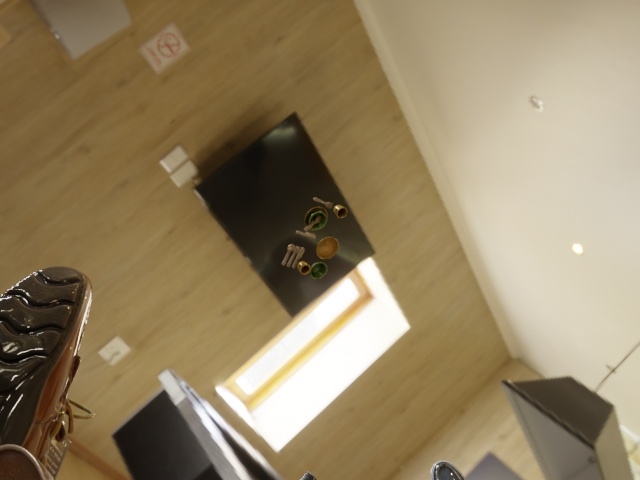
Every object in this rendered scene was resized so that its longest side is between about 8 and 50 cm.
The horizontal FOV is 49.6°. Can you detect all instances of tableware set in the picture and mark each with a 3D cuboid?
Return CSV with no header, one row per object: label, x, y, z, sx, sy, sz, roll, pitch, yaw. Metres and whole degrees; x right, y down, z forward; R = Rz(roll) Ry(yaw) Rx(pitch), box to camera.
tableware set,0.000,0.000,1.297,0.104,0.154,0.024,18,16,-34

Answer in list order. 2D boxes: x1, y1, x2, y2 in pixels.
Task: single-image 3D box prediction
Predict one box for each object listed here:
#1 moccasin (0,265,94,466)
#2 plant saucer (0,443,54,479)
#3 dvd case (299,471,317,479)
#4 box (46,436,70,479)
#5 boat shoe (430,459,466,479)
moccasin,-0.366,0.210,0.841,0.139,0.380,0.147,3,-28,6
plant saucer,-0.225,0.249,0.489,0.036,0.199,0.198,24,10,-42
dvd case,-0.042,0.572,1.309,0.029,0.179,0.239,22,-36,41
box,-0.539,0.408,1.047,0.381,0.143,0.191,-85,159,-53
boat shoe,0.245,0.462,1.216,0.083,0.065,0.183,76,-5,-50
